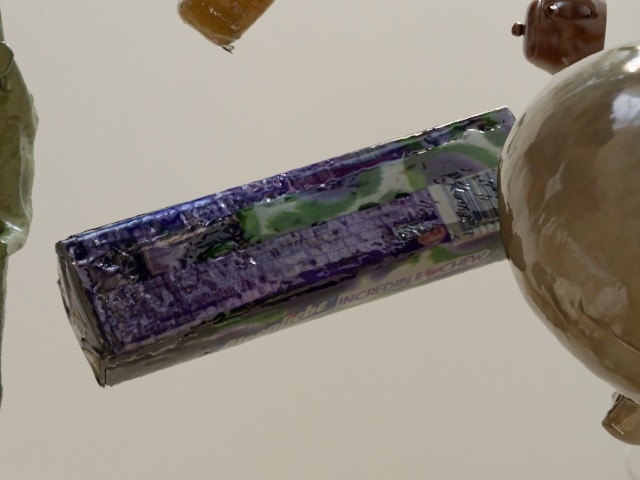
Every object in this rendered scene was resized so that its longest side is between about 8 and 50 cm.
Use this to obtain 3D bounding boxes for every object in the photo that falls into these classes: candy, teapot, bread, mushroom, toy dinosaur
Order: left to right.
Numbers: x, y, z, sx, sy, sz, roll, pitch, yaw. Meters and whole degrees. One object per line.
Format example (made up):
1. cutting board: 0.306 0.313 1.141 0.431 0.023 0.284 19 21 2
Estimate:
1. toy dinosaur: -0.274 -0.056 1.094 0.301 0.087 0.447 148 -52 -87
2. bread: -0.072 -0.240 1.190 0.122 0.073 0.149 -45 -163 17
3. candy: 0.000 0.000 0.772 0.061 0.312 0.088 111 -42 -59
4. teapot: 0.282 -0.250 1.519 0.173 0.116 0.116 79 27 -72
5. mushroom: 0.176 0.013 0.548 0.178 0.226 0.226 -58 -150 22
